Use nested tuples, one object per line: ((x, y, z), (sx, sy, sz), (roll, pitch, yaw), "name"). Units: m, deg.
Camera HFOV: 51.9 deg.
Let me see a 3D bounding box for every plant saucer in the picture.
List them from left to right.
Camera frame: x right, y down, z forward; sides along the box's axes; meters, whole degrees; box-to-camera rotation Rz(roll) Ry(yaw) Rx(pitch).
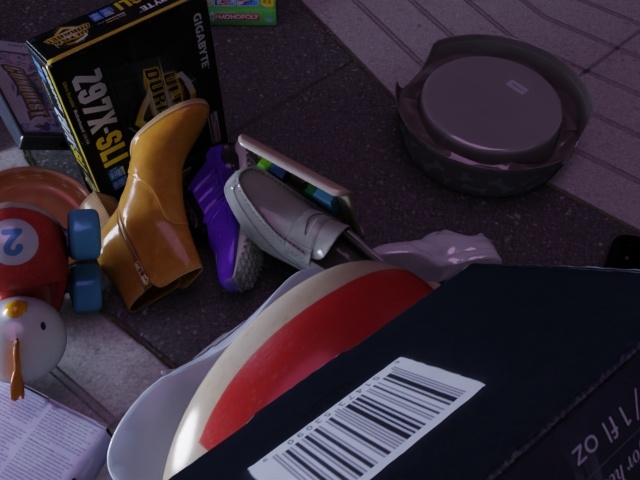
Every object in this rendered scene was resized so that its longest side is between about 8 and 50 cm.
((-0.453, -0.030, 1.044), (0.200, 0.037, 0.200), (14, 51, -18), "plant saucer")

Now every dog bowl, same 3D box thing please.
((0.302, -0.225, 1.192), (0.349, 0.102, 0.348), (1, 55, -1), "dog bowl")

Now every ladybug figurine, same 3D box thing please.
((0.023, 0.210, 0.754), (0.449, 0.305, 0.162), (-49, 31, -22), "ladybug figurine")

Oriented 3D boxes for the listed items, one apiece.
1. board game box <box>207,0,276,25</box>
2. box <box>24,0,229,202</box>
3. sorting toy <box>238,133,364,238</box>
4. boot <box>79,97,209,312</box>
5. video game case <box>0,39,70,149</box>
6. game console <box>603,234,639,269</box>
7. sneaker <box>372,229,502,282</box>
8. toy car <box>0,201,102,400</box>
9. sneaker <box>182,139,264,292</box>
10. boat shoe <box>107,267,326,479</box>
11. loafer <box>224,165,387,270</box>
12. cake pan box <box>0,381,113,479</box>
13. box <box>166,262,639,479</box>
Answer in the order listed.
((-0.203, -0.600, 1.482), (0.213, 0.046, 0.317), (-1, 55, -1), "board game box")
((-0.281, -0.221, 1.042), (0.257, 0.322, 0.079), (-33, 61, -23), "box")
((-0.028, -0.075, 1.027), (0.193, 0.208, 0.038), (30, 81, 19), "sorting toy")
((-0.225, -0.046, 0.990), (0.295, 0.104, 0.211), (-42, 71, 17), "boot")
((-0.450, -0.257, 1.162), (0.248, 0.035, 0.275), (-7, 50, -46), "video game case")
((0.549, 0.187, 0.942), (0.342, 0.060, 0.386), (21, 56, 19), "game console")
((0.173, 0.019, 1.043), (0.212, 0.080, 0.094), (1, 43, -9), "sneaker")
((-0.394, 0.092, 0.862), (0.219, 0.210, 0.238), (-4, 43, -22), "toy car")
((-0.173, -0.036, 1.059), (0.146, 0.102, 0.293), (-8, 52, 3), "sneaker")
((-0.118, 0.183, 0.871), (0.136, 0.156, 0.367), (44, 68, 4), "boat shoe")
((0.000, 0.000, 0.956), (0.319, 0.111, 0.112), (40, 52, -4), "loafer")
((-0.430, 0.301, 0.827), (0.267, 0.070, 0.245), (20, 59, 13), "cake pan box")
((0.141, 0.337, 0.543), (0.480, 0.297, 0.471), (-32, 104, -21), "box")
